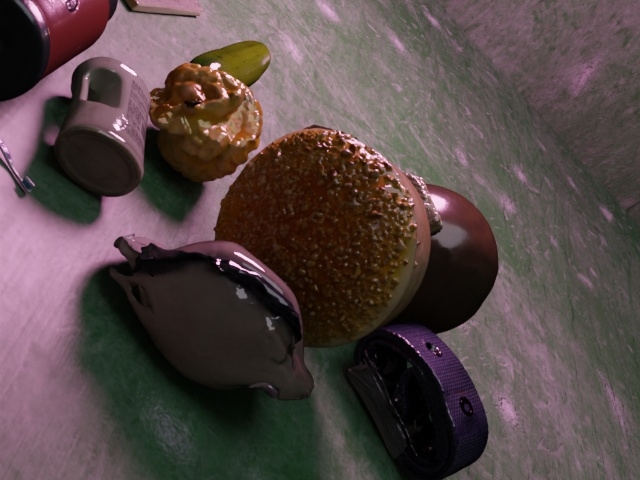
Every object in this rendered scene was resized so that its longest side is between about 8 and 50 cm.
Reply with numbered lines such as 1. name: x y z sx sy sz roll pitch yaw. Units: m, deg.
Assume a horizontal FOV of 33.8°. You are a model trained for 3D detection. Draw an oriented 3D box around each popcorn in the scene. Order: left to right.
1. popcorn: -0.166 -0.167 1.495 0.180 0.170 0.180 3 58 -5

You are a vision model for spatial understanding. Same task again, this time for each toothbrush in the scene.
1. toothbrush: -0.370 -0.109 1.215 0.131 0.013 0.011 53 19 9

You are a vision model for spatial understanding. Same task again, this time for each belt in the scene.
1. belt: 0.134 0.228 1.498 0.126 0.140 0.230 -4 61 -55

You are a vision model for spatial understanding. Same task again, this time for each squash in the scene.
1. squash: -0.154 -0.280 1.744 0.082 0.082 0.292 51 23 -3

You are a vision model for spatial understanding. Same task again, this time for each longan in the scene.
1. longan: 0.153 0.027 1.668 0.258 0.258 0.258 40 27 -25

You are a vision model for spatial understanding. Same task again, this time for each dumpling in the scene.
1. dumpling: -0.110 0.071 1.255 0.293 0.163 0.204 39 29 -1

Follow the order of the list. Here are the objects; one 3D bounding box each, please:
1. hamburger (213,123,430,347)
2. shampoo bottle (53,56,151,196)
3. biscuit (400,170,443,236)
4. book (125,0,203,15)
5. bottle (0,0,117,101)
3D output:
1. hamburger: 0.000 0.000 1.392 0.170 0.302 0.302 14 44 -57
2. shampoo bottle: -0.275 -0.165 1.364 0.118 0.087 0.234 40 27 -30
3. biscuit: 0.040 -0.035 1.552 0.052 0.252 0.150 65 7 -57
4. book: -0.343 -0.515 1.806 0.310 0.021 0.217 55 25 7
5. bottle: -0.357 -0.287 1.333 0.144 0.144 0.336 47 22 -12
